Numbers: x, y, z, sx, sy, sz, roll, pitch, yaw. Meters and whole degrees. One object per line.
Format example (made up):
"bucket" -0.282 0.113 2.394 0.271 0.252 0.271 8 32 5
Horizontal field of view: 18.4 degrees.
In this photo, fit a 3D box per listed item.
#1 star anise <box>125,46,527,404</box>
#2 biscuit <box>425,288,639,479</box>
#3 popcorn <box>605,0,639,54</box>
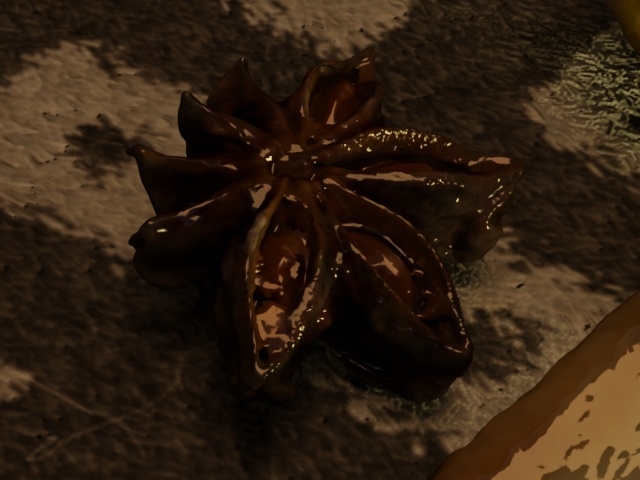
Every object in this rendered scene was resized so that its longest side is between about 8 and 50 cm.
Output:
"star anise" 0.005 -0.003 1.015 0.220 0.099 0.214 -18 62 -35
"biscuit" 0.209 0.109 0.881 0.291 0.062 0.237 -43 60 -13
"popcorn" 0.314 -0.174 1.164 0.297 0.281 0.316 6 6 23
